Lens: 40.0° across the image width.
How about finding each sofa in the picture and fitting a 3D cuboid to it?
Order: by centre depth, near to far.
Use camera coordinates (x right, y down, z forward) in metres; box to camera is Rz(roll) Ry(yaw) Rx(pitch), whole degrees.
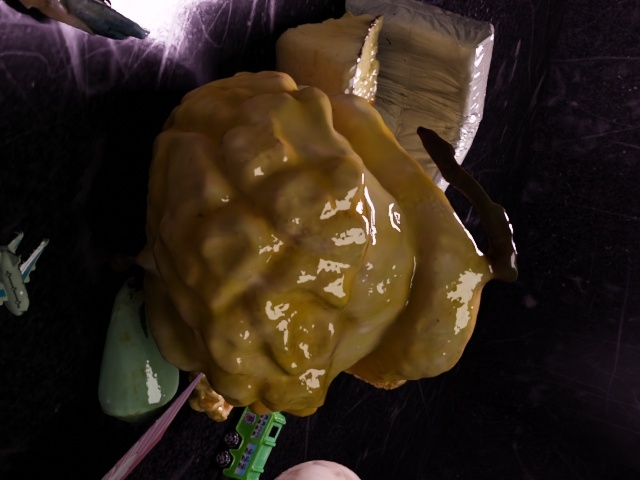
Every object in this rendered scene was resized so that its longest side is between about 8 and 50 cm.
[{"bbox_3d":[0.107,-0.196,1.175,0.176,0.210,0.225,-54,159,-31],"label":"sofa"}]

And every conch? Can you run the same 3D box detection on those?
[{"bbox_3d":[-0.185,0.114,0.923,0.106,0.079,0.170,-59,157,-72],"label":"conch"}]

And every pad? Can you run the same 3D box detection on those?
[{"bbox_3d":[-0.230,0.265,0.934,0.300,0.005,0.202,-47,174,-47],"label":"pad"}]

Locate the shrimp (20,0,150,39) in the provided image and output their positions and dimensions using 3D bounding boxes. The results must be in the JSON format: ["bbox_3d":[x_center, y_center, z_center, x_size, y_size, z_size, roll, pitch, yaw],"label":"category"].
[{"bbox_3d":[-0.148,-0.233,0.664,0.178,0.075,0.289,-60,161,0],"label":"shrimp"}]

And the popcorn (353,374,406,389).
[{"bbox_3d":[0.134,0.212,1.749,0.180,0.170,0.180,-19,146,-13],"label":"popcorn"}]

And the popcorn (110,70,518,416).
[{"bbox_3d":[0.000,0.000,0.870,0.349,0.382,0.348,-1,90,-85],"label":"popcorn"}]

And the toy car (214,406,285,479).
[{"bbox_3d":[-0.098,0.287,1.335,0.165,0.063,0.071,-65,160,-11],"label":"toy car"}]

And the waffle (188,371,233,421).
[{"bbox_3d":[-0.090,0.127,1.203,0.249,0.056,0.253,-68,162,-4],"label":"waffle"}]

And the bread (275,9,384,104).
[{"bbox_3d":[0.006,-0.133,1.078,0.178,0.142,0.265,-97,-171,-57],"label":"bread"}]

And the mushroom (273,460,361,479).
[{"bbox_3d":[-0.014,0.590,1.560,0.325,0.353,0.353,-29,148,-12],"label":"mushroom"}]

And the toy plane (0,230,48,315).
[{"bbox_3d":[-0.252,0.030,0.711,0.080,0.033,0.083,-51,161,-42],"label":"toy plane"}]
